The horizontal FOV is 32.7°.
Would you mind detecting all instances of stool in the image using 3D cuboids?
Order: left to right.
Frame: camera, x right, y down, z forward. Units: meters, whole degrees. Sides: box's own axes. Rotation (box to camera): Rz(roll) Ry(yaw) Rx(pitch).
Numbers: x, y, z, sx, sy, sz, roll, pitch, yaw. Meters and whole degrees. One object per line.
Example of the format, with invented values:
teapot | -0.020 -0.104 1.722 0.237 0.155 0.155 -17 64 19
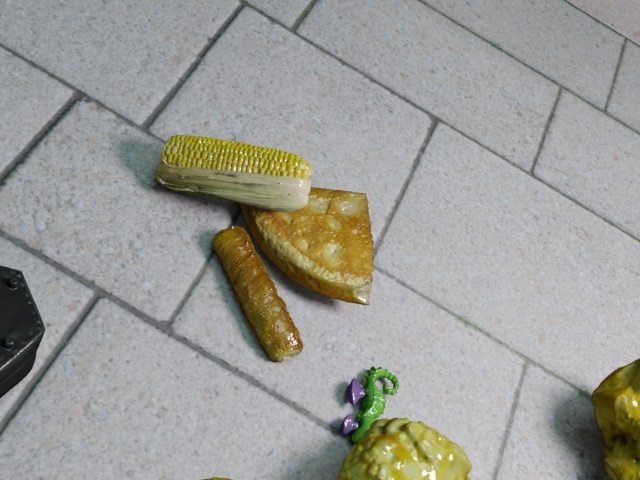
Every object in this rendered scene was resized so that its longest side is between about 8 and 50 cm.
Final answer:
stool | -0.551 0.142 1.689 0.232 0.141 0.232 14 49 -17

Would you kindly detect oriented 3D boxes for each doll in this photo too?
doll | 0.098 0.302 1.974 0.115 0.050 0.190 19 45 -9

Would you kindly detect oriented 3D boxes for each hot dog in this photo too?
hot dog | -0.117 0.092 2.017 0.083 0.068 0.289 -16 64 -29

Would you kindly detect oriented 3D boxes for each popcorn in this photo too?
popcorn | 0.137 0.406 1.807 0.256 0.195 0.255 8 53 -50

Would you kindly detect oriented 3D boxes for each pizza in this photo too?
pizza | -0.032 0.004 2.116 0.268 0.087 0.258 8 47 -9

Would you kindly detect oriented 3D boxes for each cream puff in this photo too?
cream puff | 0.634 0.388 2.070 0.270 0.323 0.274 14 70 34

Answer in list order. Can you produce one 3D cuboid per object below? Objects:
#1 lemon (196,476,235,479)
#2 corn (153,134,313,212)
lemon | -0.154 0.475 1.574 0.228 0.228 0.253 -4 64 -30
corn | -0.166 -0.128 2.089 0.305 0.122 0.123 11 75 8
